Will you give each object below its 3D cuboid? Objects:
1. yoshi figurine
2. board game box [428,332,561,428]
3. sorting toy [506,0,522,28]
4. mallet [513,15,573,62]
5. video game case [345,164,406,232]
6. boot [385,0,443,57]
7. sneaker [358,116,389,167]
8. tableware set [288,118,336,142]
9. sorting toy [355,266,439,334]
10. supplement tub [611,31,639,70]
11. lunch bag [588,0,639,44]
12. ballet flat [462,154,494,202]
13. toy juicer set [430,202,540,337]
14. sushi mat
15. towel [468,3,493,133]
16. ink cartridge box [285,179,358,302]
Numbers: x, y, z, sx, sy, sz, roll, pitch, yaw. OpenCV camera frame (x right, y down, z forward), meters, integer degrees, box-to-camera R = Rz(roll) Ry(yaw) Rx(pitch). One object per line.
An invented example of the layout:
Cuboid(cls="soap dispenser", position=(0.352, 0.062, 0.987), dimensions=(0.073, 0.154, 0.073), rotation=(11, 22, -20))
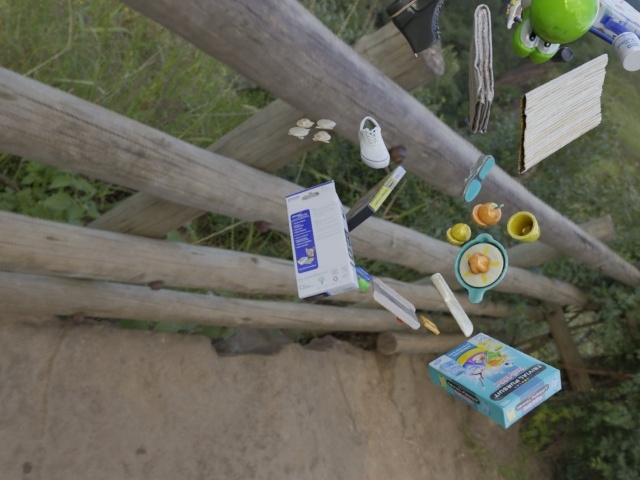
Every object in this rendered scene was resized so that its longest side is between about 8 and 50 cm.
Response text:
Cuboid(cls="yoshi figurine", position=(0.457, -0.488, 0.989), dimensions=(0.204, 0.362, 0.203), rotation=(29, 19, 31))
Cuboid(cls="board game box", position=(0.567, 0.447, 1.887), dimensions=(0.254, 0.336, 0.079), rotation=(-24, 114, -24))
Cuboid(cls="sorting toy", position=(0.540, -0.637, 1.600), dimensions=(0.083, 0.045, 0.075), rotation=(75, 34, -68))
Cuboid(cls="mallet", position=(0.592, -0.542, 1.542), dimensions=(0.190, 0.039, 0.062), rotation=(32, 6, -7))
Cuboid(cls="video game case", position=(0.147, -0.112, 1.905), dimensions=(0.035, 0.275, 0.248), rotation=(44, 50, -6))
Cuboid(cls="boot", position=(0.268, -0.530, 1.314), dimensions=(0.137, 0.198, 0.076), rotation=(54, 27, -22))
Cuboid(cls="sneaker", position=(0.175, -0.341, 1.972), dimensions=(0.258, 0.094, 0.091), rotation=(-107, -173, -51))
Cuboid(cls="tableware set", position=(-0.026, -0.379, 1.944), dimensions=(0.168, 0.141, 0.020), rotation=(-70, 167, -52))
Cuboid(cls="sorting toy", position=(0.236, 0.212, 1.855), dimensions=(0.348, 0.047, 0.196), rotation=(37, 12, -2))
Cuboid(cls="supplement tub", position=(0.890, -0.544, 1.644), dimensions=(0.071, 0.071, 0.107), rotation=(41, 34, -32))
Cuboid(cls="lunch bag", position=(0.968, -0.709, 1.873), dimensions=(0.304, 0.115, 0.243), rotation=(26, 40, -7))
Cuboid(cls="ballet flat", position=(0.600, -0.240, 2.223), dimensions=(0.072, 0.068, 0.213), rotation=(37, 83, -35))
Cuboid(cls="toy juicer set", position=(0.369, 0.044, 1.412), dimensions=(0.090, 0.329, 0.209), rotation=(26, 9, -47))
Cuboid(cls="sushi mat", position=(0.475, -0.251, 1.109), dimensions=(0.317, 0.019, 0.151), rotation=(-29, 123, -33))
Cuboid(cls="towel", position=(0.411, -0.435, 1.481), dimensions=(0.187, 0.049, 0.282), rotation=(67, 25, -68))
Cuboid(cls="ink cartridge box", position=(0.000, 0.000, 1.648), dimensions=(0.065, 0.166, 0.332), rotation=(43, 34, -59))
